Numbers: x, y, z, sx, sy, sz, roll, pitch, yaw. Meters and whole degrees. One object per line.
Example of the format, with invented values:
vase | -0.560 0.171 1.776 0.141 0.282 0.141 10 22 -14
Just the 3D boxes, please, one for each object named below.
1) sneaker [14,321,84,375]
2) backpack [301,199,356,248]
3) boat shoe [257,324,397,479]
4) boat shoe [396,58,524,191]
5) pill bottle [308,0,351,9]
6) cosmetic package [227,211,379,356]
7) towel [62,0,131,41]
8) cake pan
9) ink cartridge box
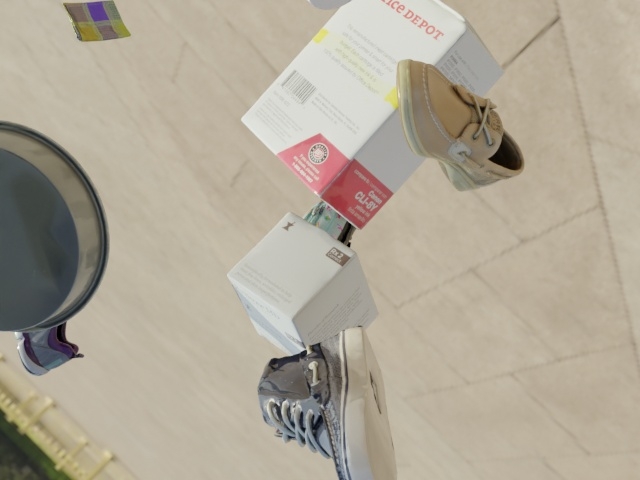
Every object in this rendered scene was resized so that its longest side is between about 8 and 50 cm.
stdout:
sneaker | -0.450 0.098 1.773 0.083 0.098 0.224 -17 -93 -84
backpack | 0.000 0.000 2.247 0.115 0.182 0.152 26 147 10
boat shoe | 0.002 0.238 1.422 0.340 0.158 0.127 -88 -22 -69
boat shoe | 0.198 -0.165 1.544 0.110 0.122 0.341 -7 163 24
pill bottle | -0.052 -0.491 1.651 0.323 0.181 0.181 53 167 29
cosmetic package | -0.024 0.086 1.748 0.151 0.151 0.184 31 159 34
towel | -0.292 -0.287 1.445 0.009 0.083 0.060 -38 73 44
cake pan | -0.419 -0.008 1.435 0.293 0.293 0.054 47 -159 -5
ink cartridge box | 0.091 -0.257 1.971 0.160 0.385 0.279 36 -172 -48
